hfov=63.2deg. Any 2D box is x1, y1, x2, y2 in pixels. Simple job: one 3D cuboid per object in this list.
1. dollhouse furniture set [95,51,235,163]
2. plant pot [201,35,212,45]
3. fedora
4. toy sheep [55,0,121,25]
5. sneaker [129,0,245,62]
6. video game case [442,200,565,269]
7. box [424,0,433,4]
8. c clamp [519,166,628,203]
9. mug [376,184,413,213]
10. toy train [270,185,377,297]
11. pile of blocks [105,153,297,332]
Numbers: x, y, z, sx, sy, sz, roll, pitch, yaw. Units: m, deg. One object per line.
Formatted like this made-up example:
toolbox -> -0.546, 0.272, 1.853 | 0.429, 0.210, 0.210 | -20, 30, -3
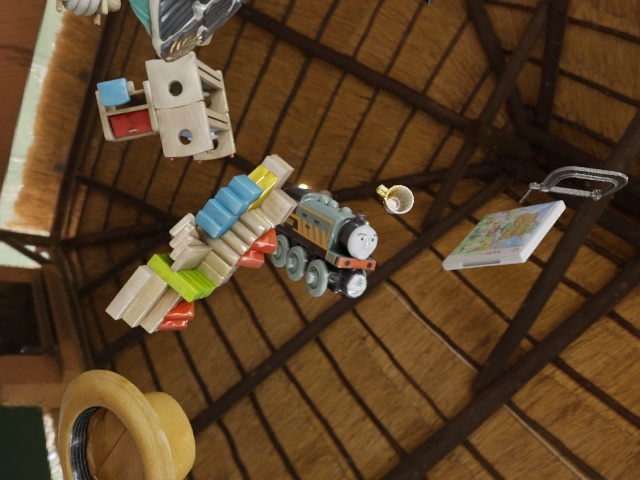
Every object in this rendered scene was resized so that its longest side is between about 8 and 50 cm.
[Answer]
dollhouse furniture set -> -0.233, -0.168, 0.732 | 0.184, 0.129, 0.128 | -9, -84, 7
plant pot -> -0.255, -0.435, 0.989 | 0.109, 0.109, 0.096 | -58, -165, 30
fedora -> -0.185, 0.211, 0.520 | 0.195, 0.079, 0.194 | 5, -81, 36
toy sheep -> -0.388, -0.405, 0.838 | 0.091, 0.132, 0.091 | -9, -102, 45
sneaker -> -0.100, -0.208, 0.316 | 0.107, 0.110, 0.275 | -44, 177, -10
video game case -> 0.390, -0.011, 1.112 | 0.193, 0.212, 0.023 | -11, -67, 52
box -> 0.246, -0.627, 1.110 | 0.158, 0.093, 0.156 | -40, -93, 6
c clamp -> 0.475, -0.102, 0.974 | 0.137, 0.161, 0.022 | 85, 11, -66
mug -> 0.167, -0.094, 1.168 | 0.064, 0.062, 0.078 | 132, -63, -82
toy train -> 0.000, 0.000, 1.143 | 0.334, 0.142, 0.190 | 32, -68, 55
pile of blocks -> -0.145, 0.010, 0.793 | 0.362, 0.113, 0.149 | -48, 174, -18
